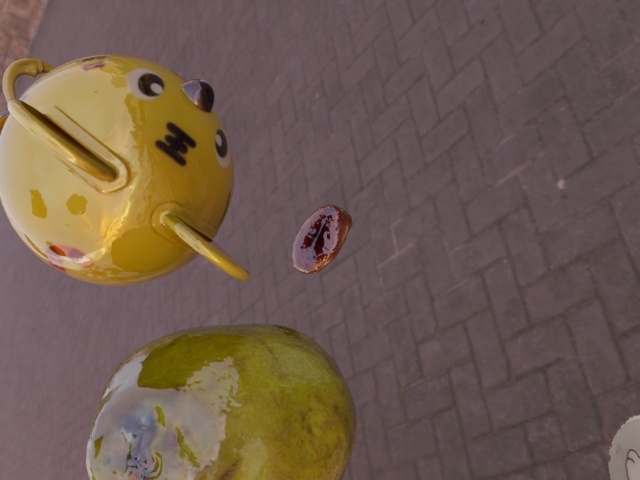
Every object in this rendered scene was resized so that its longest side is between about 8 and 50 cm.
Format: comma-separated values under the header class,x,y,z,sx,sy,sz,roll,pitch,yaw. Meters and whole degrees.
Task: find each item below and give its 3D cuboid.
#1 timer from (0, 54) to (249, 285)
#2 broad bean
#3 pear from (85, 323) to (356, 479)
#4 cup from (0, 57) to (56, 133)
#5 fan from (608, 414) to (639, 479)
class,x,y,z,sx,sy,sz,roll,pitch,yaw
timer,-0.274,-0.092,0.994,0.387,0.376,0.376,30,105,61
broad bean,0.000,0.000,1.510,0.114,0.084,0.165,29,89,52
pear,-0.127,0.273,0.973,0.352,0.413,0.352,3,97,25
cup,-0.469,-0.211,1.318,0.178,0.256,0.255,12,111,28
fan,0.392,0.334,0.906,0.009,0.329,0.190,-31,64,56
